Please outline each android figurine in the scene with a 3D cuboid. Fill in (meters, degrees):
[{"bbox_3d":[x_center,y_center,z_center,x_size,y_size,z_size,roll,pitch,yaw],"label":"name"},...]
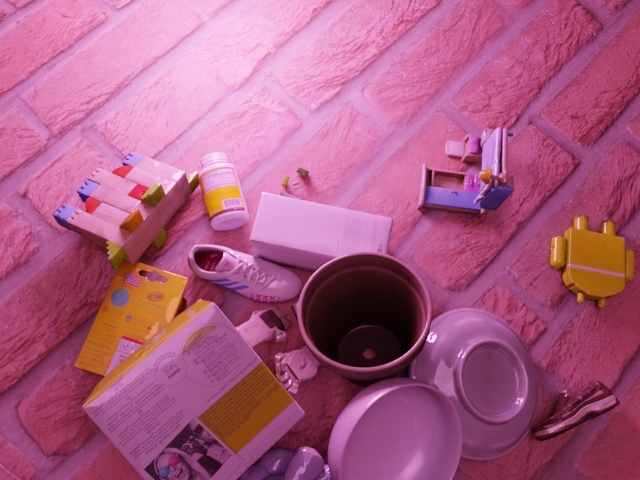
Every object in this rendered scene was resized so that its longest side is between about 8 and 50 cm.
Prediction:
[{"bbox_3d":[0.810,0.062,1.680,0.249,0.056,0.272,9,72,0],"label":"android figurine"}]

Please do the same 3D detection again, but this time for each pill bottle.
[{"bbox_3d":[-0.288,-0.145,1.657,0.118,0.117,0.214,-15,74,-7],"label":"pill bottle"}]

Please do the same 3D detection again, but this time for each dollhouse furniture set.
[{"bbox_3d":[-0.085,-0.150,1.719,0.076,0.058,0.151,23,92,-3],"label":"dollhouse furniture set"},{"bbox_3d":[0.416,-0.235,1.624,0.198,0.303,0.286,8,72,-1],"label":"dollhouse furniture set"}]

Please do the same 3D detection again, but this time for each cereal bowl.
[{"bbox_3d":[0.158,0.478,1.328,0.339,0.141,0.338,-3,97,-27],"label":"cereal bowl"}]

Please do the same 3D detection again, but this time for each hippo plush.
[{"bbox_3d":[-0.093,0.635,1.373,0.294,0.237,0.234,-36,101,-28],"label":"hippo plush"}]

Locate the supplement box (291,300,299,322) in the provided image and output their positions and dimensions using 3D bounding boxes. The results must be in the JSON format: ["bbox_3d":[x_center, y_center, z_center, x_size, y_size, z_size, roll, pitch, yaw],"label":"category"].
[{"bbox_3d":[-0.035,0.191,1.603,0.083,0.043,0.054,-20,75,-10],"label":"supplement box"}]

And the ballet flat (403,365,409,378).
[{"bbox_3d":[0.251,0.455,1.514,0.124,0.116,0.342,30,69,-13],"label":"ballet flat"}]

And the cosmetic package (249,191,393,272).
[{"bbox_3d":[0.000,0.000,1.587,0.366,0.197,0.155,13,72,0],"label":"cosmetic package"}]

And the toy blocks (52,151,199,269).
[{"bbox_3d":[-0.562,-0.110,1.608,0.261,0.190,0.381,22,58,16],"label":"toy blocks"}]

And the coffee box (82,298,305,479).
[{"bbox_3d":[-0.297,0.368,1.334,0.338,0.338,0.334,-40,96,-16],"label":"coffee box"}]

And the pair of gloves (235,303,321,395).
[{"bbox_3d":[-0.104,0.283,1.516,0.240,0.204,0.042,43,119,6],"label":"pair of gloves"}]

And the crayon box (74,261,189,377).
[{"bbox_3d":[-0.502,0.228,1.548,0.203,0.081,0.318,19,73,3],"label":"crayon box"}]

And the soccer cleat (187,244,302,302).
[{"bbox_3d":[-0.215,0.092,1.573,0.332,0.143,0.115,14,72,1],"label":"soccer cleat"}]

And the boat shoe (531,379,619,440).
[{"bbox_3d":[0.675,0.457,1.539,0.258,0.095,0.095,-18,60,-14],"label":"boat shoe"}]

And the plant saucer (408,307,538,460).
[{"bbox_3d":[0.430,0.368,1.486,0.401,0.100,0.399,6,72,-19],"label":"plant saucer"}]

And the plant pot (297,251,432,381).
[{"bbox_3d":[0.119,0.238,1.448,0.324,0.280,0.322,-4,53,6],"label":"plant pot"}]
